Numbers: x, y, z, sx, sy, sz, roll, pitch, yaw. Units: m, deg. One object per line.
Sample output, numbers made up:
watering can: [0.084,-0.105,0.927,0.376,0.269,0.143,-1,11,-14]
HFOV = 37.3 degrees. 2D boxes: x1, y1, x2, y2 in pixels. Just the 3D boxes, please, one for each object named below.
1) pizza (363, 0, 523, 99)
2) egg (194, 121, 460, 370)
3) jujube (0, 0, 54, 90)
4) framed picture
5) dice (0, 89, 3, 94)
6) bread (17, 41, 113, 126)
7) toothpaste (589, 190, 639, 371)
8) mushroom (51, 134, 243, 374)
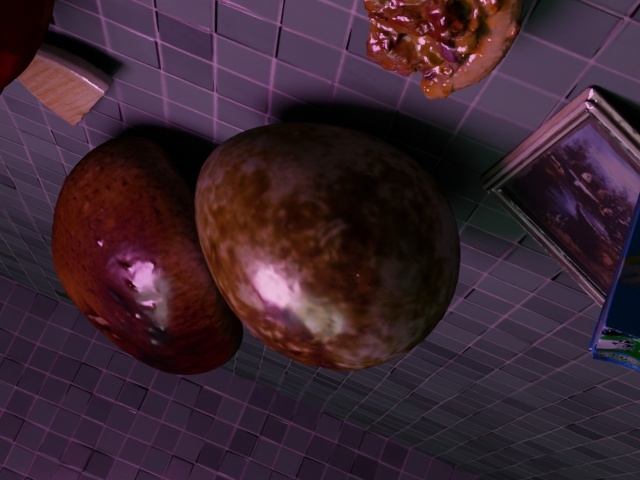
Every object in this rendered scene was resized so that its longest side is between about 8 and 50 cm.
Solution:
pizza: [0.074,-0.166,0.631,0.127,0.058,0.246,19,157,9]
egg: [0.000,0.000,0.956,0.289,0.238,0.238,29,162,13]
jujube: [-0.320,-0.241,0.701,0.223,0.223,0.318,17,153,16]
framed picture: [0.285,0.016,0.846,0.296,0.019,0.232,45,159,2]
dice: [-0.489,-0.187,0.936,0.297,0.287,0.300,35,158,-30]
bread: [-0.307,-0.193,1.099,0.112,0.036,0.193,35,162,-17]
toothpaste: [0.219,-0.051,0.528,0.065,0.266,0.050,18,160,16]
mushroom: [-0.165,-0.003,1.220,0.334,0.356,0.331,56,-174,37]
